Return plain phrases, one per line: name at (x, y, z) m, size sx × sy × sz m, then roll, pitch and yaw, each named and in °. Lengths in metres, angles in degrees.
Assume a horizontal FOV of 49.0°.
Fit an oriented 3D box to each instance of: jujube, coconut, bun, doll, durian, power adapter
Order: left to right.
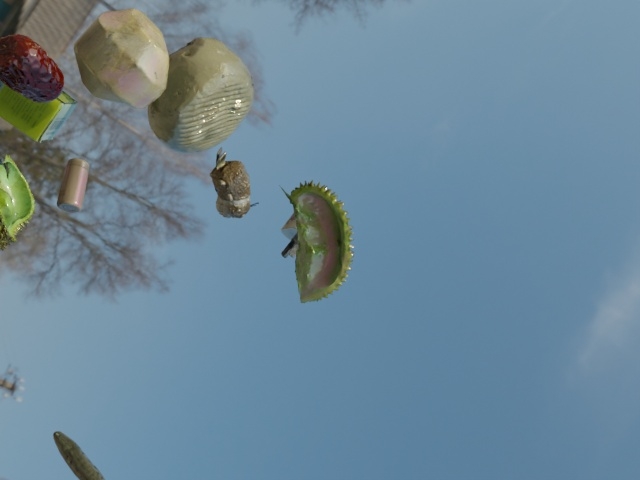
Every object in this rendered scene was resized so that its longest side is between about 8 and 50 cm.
durian at (-0.723, -0.082, 1.500) m, size 0.237 × 0.177 × 0.200 m, roll -100°, pitch -170°, yaw -52°
jujube at (-0.627, -0.364, 1.510) m, size 0.112 × 0.176 × 0.109 m, roll 25°, pitch -104°, yaw 22°
coconut at (-0.475, -0.426, 1.685) m, size 0.237 × 0.237 × 0.197 m, roll -46°, pitch -171°, yaw 17°
bun at (-0.357, -0.410, 2.019) m, size 0.326 × 0.234 × 0.362 m, roll -44°, pitch 165°, yaw -19°
doll at (-0.251, -0.161, 1.931) m, size 0.115 × 0.221 × 0.105 m, roll -28°, pitch -145°, yaw -19°
power adapter at (-0.056, -0.023, 2.353) m, size 0.205 × 0.125 × 0.130 m, roll -54°, pitch -159°, yaw -22°
durian at (0.000, 0.000, 2.012) m, size 0.158 × 0.169 × 0.351 m, roll 172°, pitch -88°, yaw -65°

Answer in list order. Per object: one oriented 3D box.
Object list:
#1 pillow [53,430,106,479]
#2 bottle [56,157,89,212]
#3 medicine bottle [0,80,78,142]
pillow at (-0.609, 0.581, 1.795) m, size 0.241 × 0.093 × 0.051 m, roll 34°, pitch -131°, yaw 29°
bottle at (-0.457, -0.103, 1.301) m, size 0.045 × 0.045 × 0.096 m, roll -19°, pitch -121°, yaw 44°
medicine bottle at (-0.807, -0.391, 1.891) m, size 0.141 × 0.250 × 0.137 m, roll -52°, pitch -170°, yaw 5°
